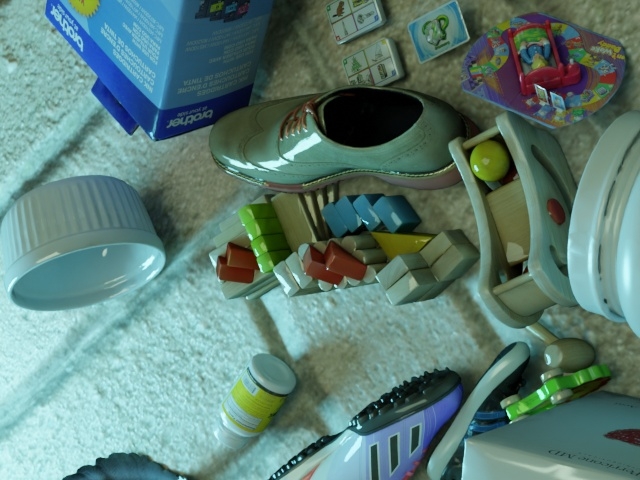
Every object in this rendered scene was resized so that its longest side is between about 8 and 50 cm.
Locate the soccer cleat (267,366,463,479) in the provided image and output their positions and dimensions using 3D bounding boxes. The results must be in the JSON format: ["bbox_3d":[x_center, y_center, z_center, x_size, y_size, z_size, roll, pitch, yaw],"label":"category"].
[{"bbox_3d":[0.063,0.256,1.597,0.318,0.108,0.116,-39,86,32],"label":"soccer cleat"}]

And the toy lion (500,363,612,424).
[{"bbox_3d":[0.251,0.158,1.448,0.100,0.096,0.034,-40,64,39],"label":"toy lion"}]

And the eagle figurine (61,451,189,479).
[{"bbox_3d":[-0.227,0.406,1.786,0.226,0.225,0.298,-54,18,-18],"label":"eagle figurine"}]

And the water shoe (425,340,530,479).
[{"bbox_3d":[0.192,0.198,1.520,0.080,0.073,0.203,34,121,10],"label":"water shoe"}]

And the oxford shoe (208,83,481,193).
[{"bbox_3d":[0.004,-0.132,1.567,0.348,0.130,0.123,-1,67,32],"label":"oxford shoe"}]

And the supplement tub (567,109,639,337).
[{"bbox_3d":[0.410,0.009,1.235,0.325,0.235,0.235,16,103,34],"label":"supplement tub"}]

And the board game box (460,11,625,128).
[{"bbox_3d":[0.227,-0.188,1.427,0.168,0.033,0.133,28,65,31],"label":"board game box"}]

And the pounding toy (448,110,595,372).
[{"bbox_3d":[0.191,0.018,1.444,0.155,0.154,0.269,-27,77,34],"label":"pounding toy"}]

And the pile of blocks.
[{"bbox_3d":[0.000,0.000,1.608,0.362,0.112,0.149,-1,93,36],"label":"pile of blocks"}]

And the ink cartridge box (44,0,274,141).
[{"bbox_3d":[-0.188,-0.310,1.641,0.270,0.151,0.395,48,141,29],"label":"ink cartridge box"}]

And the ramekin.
[{"bbox_3d":[-0.311,0.001,1.783,0.207,0.207,0.109,-32,65,33],"label":"ramekin"}]

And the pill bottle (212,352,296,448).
[{"bbox_3d":[-0.085,0.200,1.712,0.065,0.065,0.116,47,118,24],"label":"pill bottle"}]

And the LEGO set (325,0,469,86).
[{"bbox_3d":[0.107,-0.286,1.562,0.244,0.060,0.182,-22,84,44],"label":"LEGO set"}]

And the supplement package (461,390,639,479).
[{"bbox_3d":[0.274,0.261,1.317,0.177,0.293,0.175,10,99,34],"label":"supplement package"}]
